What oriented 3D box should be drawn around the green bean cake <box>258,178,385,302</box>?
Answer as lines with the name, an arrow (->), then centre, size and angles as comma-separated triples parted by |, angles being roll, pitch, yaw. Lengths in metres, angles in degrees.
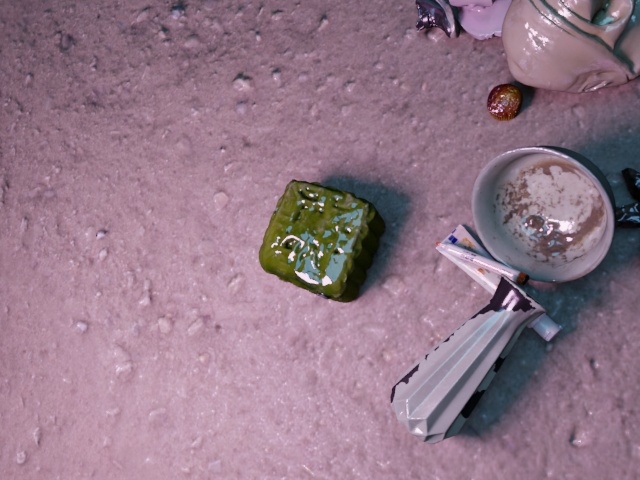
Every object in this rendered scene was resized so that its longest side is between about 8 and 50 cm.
green bean cake -> 0.000, 0.000, 1.342 | 0.249, 0.156, 0.247 | 21, 84, 24

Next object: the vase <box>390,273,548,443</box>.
vase -> 0.298, 0.240, 1.153 | 0.165, 0.165, 0.360 | 42, 100, 24

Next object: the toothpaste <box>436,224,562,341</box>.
toothpaste -> 0.386, 0.093, 1.233 | 0.058, 0.056, 0.314 | -22, 56, -32

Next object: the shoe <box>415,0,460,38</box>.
shoe -> 0.282, -0.559, 1.420 | 0.099, 0.071, 0.169 | -27, 65, 16

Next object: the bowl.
bowl -> 0.473, -0.072, 1.162 | 0.289, 0.146, 0.290 | 25, 129, 35

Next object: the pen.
pen -> 0.346, 0.043, 1.231 | 0.218, 0.026, 0.026 | 26, 87, 35

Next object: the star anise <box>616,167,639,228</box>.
star anise -> 0.681, -0.048, 1.131 | 0.219, 0.099, 0.214 | 15, 73, 23

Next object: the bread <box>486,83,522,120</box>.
bread -> 0.427, -0.323, 1.314 | 0.084, 0.053, 0.085 | -5, 76, 20

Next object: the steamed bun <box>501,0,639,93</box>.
steamed bun -> 0.561, -0.479, 1.184 | 0.324, 0.219, 0.310 | 13, 81, 5

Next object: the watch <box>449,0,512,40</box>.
watch -> 0.382, -0.621, 1.308 | 0.195, 0.231, 0.244 | 8, 77, 19
